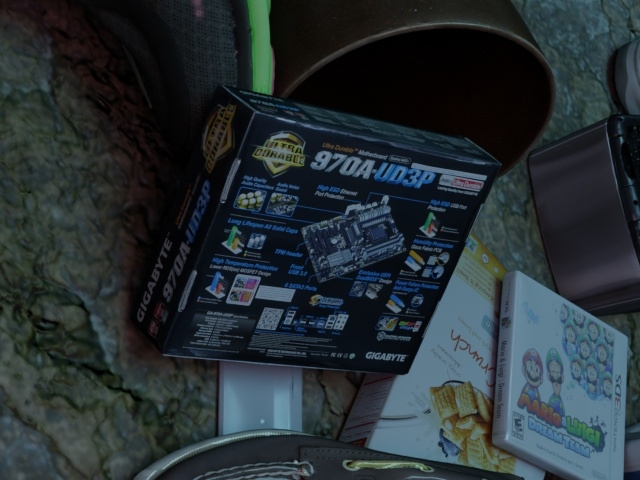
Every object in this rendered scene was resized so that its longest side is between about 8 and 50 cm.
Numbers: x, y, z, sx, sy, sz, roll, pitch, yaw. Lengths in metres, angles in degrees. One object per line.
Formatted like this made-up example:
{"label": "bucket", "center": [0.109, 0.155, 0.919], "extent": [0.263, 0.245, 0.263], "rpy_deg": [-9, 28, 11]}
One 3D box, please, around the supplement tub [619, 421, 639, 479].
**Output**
{"label": "supplement tub", "center": [0.334, 0.244, 1.329], "extent": [0.144, 0.144, 0.200], "rpy_deg": [-16, 87, -47]}

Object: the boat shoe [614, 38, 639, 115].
{"label": "boat shoe", "center": [0.425, -0.101, 1.582], "extent": [0.320, 0.103, 0.118], "rpy_deg": [40, 50, -27]}

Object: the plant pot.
{"label": "plant pot", "center": [0.040, -0.170, 1.172], "extent": [0.215, 0.215, 0.230], "rpy_deg": [19, 45, -39]}

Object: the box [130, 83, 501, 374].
{"label": "box", "center": [0.000, 0.000, 1.068], "extent": [0.220, 0.051, 0.175], "rpy_deg": [8, 112, -38]}

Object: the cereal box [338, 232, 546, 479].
{"label": "cereal box", "center": [0.112, 0.129, 1.222], "extent": [0.173, 0.047, 0.240], "rpy_deg": [45, 48, -24]}

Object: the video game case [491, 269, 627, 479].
{"label": "video game case", "center": [0.194, 0.117, 1.261], "extent": [0.157, 0.019, 0.143], "rpy_deg": [29, 58, -38]}

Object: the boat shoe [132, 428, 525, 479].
{"label": "boat shoe", "center": [0.028, 0.192, 1.043], "extent": [0.324, 0.096, 0.117], "rpy_deg": [10, 86, -31]}

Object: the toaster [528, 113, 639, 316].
{"label": "toaster", "center": [0.283, -0.020, 1.404], "extent": [0.185, 0.110, 0.168], "rpy_deg": [-3, 76, -46]}

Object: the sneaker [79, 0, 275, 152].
{"label": "sneaker", "center": [-0.201, -0.240, 1.000], "extent": [0.202, 0.185, 0.483], "rpy_deg": [-41, 111, -14]}

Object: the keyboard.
{"label": "keyboard", "center": [-0.043, 0.058, 1.125], "extent": [0.072, 0.014, 0.256], "rpy_deg": [15, 64, -35]}
